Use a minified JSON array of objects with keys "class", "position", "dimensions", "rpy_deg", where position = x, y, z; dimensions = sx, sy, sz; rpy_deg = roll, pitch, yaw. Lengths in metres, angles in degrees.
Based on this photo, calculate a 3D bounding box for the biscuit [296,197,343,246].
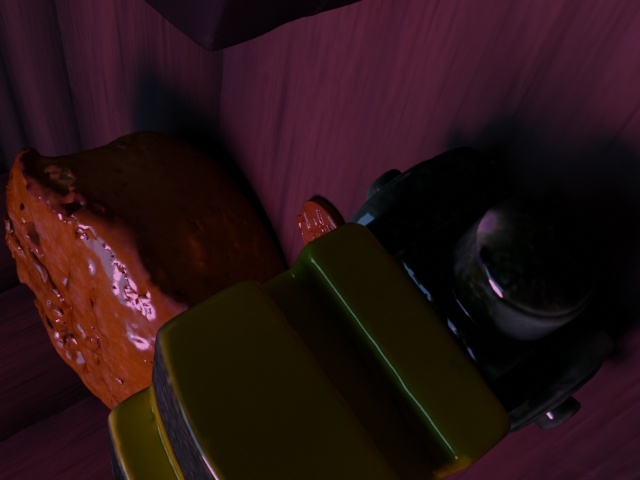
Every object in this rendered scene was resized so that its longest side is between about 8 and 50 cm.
[{"class":"biscuit","position":[0.000,0.000,0.658],"dimensions":[0.078,0.015,0.091],"rpy_deg":[40,146,40]}]

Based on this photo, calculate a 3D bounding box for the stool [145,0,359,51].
[{"class":"stool","position":[-0.046,-0.232,0.377],"dimensions":[0.232,0.141,0.232],"rpy_deg":[45,150,35]}]

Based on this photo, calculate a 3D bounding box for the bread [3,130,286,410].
[{"class":"bread","position":[-0.213,0.050,0.841],"dimensions":[0.398,0.215,0.397],"rpy_deg":[33,139,34]}]

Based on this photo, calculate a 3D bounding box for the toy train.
[{"class":"toy train","position":[-0.003,0.120,0.481],"dimensions":[0.179,0.273,0.442],"rpy_deg":[54,153,14]}]
